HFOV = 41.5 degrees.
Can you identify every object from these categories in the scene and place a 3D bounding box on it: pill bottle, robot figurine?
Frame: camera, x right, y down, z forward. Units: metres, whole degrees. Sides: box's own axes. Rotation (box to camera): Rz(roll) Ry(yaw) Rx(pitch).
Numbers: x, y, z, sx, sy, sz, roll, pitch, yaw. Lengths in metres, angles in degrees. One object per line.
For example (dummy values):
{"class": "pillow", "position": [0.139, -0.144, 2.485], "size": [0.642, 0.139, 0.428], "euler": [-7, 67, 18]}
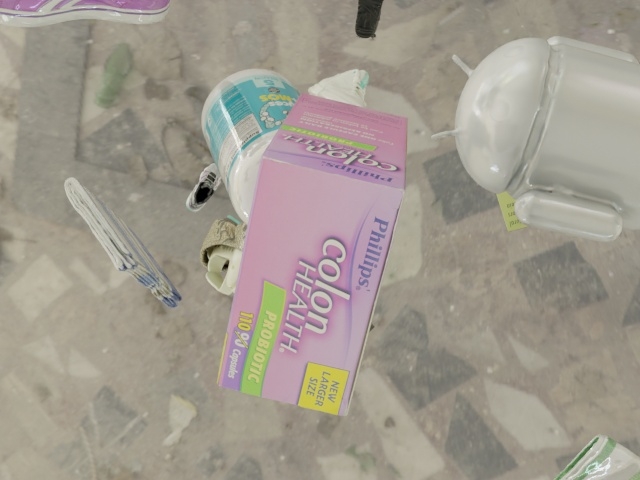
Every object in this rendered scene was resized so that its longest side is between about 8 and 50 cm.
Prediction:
{"class": "pill bottle", "position": [-0.057, -0.103, 1.072], "size": [0.146, 0.264, 0.146], "euler": [-11, 129, -14]}
{"class": "robot figurine", "position": [0.322, -0.133, 1.054], "size": [0.354, 0.299, 0.199], "euler": [16, 147, 3]}

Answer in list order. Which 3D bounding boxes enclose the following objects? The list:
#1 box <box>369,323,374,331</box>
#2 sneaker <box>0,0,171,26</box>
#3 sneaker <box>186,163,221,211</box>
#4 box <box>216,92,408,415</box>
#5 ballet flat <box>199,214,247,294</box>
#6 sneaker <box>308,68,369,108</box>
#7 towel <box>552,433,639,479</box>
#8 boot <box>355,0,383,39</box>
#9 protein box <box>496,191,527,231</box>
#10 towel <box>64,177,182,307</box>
{"class": "box", "position": [0.049, 0.144, 1.581], "size": [0.052, 0.062, 0.083], "euler": [-44, 116, -10]}
{"class": "sneaker", "position": [-0.329, -0.369, 1.099], "size": [0.282, 0.161, 0.102], "euler": [-9, 64, -22]}
{"class": "sneaker", "position": [-0.193, -0.096, 1.458], "size": [0.038, 0.069, 0.098], "euler": [30, 71, -15]}
{"class": "box", "position": [0.000, 0.000, 0.790], "size": [0.117, 0.243, 0.213], "euler": [13, 113, 0]}
{"class": "ballet flat", "position": [-0.157, 0.042, 1.842], "size": [0.164, 0.483, 0.182], "euler": [38, 77, -20]}
{"class": "sneaker", "position": [0.047, -0.242, 1.388], "size": [0.094, 0.212, 0.080], "euler": [-36, 118, 0]}
{"class": "towel", "position": [0.277, 0.251, 0.744], "size": [0.152, 0.023, 0.113], "euler": [36, 123, 9]}
{"class": "boot", "position": [0.083, -0.381, 1.359], "size": [0.045, 0.099, 0.121], "euler": [14, 110, 3]}
{"class": "protein box", "position": [0.426, -0.148, 1.587], "size": [0.200, 0.136, 0.201], "euler": [-16, 97, 21]}
{"class": "towel", "position": [-0.353, 0.011, 1.527], "size": [0.034, 0.285, 0.209], "euler": [-37, 70, -4]}
